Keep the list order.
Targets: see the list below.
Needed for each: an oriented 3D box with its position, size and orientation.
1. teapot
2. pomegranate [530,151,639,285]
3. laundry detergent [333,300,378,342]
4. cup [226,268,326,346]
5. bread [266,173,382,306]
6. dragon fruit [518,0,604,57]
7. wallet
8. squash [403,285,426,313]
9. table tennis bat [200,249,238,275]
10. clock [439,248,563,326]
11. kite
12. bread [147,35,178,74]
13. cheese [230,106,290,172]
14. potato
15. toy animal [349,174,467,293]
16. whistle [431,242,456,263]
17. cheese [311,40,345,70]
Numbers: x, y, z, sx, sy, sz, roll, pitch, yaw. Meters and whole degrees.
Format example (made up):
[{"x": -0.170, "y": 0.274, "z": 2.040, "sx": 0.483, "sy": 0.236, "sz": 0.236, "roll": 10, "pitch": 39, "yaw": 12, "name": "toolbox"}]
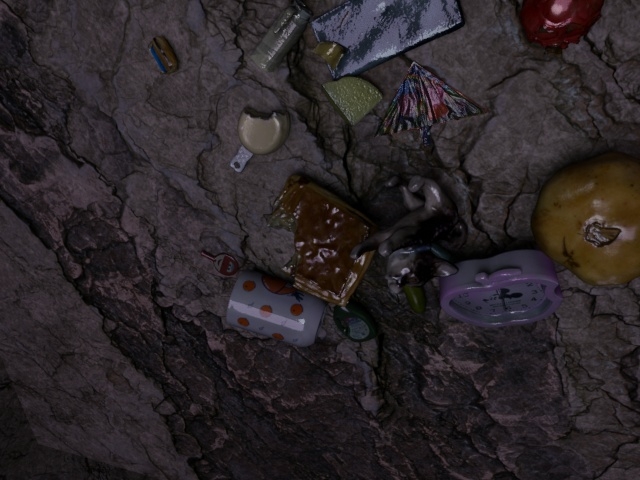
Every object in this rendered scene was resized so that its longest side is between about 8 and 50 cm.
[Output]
[{"x": -0.112, "y": -0.565, "z": 1.244, "sx": 0.077, "sy": 0.107, "sz": 0.200, "roll": 48, "pitch": 120, "yaw": 1, "name": "teapot"}, {"x": 0.709, "y": -0.053, "z": 1.134, "sx": 0.332, "sy": 0.332, "sz": 0.333, "roll": 8, "pitch": 119, "yaw": 14, "name": "pomegranate"}, {"x": 0.106, "y": 0.278, "z": 1.617, "sx": 0.137, "sy": 0.063, "sz": 0.211, "roll": -21, "pitch": 121, "yaw": 32, "name": "laundry detergent"}, {"x": -0.148, "y": 0.250, "z": 1.623, "sx": 0.317, "sy": 0.212, "sz": 0.212, "roll": 18, "pitch": 121, "yaw": 7, "name": "cup"}, {"x": 0.000, "y": 0.000, "z": 1.442, "sx": 0.370, "sy": 0.191, "sz": 0.314, "roll": 30, "pitch": 97, "yaw": 16, "name": "bread"}, {"x": 0.543, "y": -0.534, "z": 1.018, "sx": 0.172, "sy": 0.172, "sz": 0.210, "roll": 19, "pitch": 111, "yaw": 8, "name": "dragon fruit"}, {"x": 0.170, "y": -0.570, "z": 1.186, "sx": 0.378, "sy": 0.046, "sz": 0.191, "roll": -17, "pitch": 108, "yaw": 26, "name": "wallet"}, {"x": 0.293, "y": 0.137, "z": 1.505, "sx": 0.069, "sy": 0.069, "sz": 0.258, "roll": -21, "pitch": 109, "yaw": 26, "name": "squash"}, {"x": -0.385, "y": 0.080, "z": 1.724, "sx": 0.154, "sy": 0.019, "sz": 0.098, "roll": 26, "pitch": 122, "yaw": 0, "name": "table tennis bat"}, {"x": 0.523, "y": 0.143, "z": 1.326, "sx": 0.338, "sy": 0.102, "sz": 0.339, "roll": 4, "pitch": 147, "yaw": 2, "name": "clock"}, {"x": 0.291, "y": -0.383, "z": 1.266, "sx": 0.321, "sy": 0.016, "sz": 0.234, "roll": -8, "pitch": 112, "yaw": 21, "name": "kite"}, {"x": -0.481, "y": -0.570, "z": 1.395, "sx": 0.072, "sy": 0.053, "sz": 0.106, "roll": -14, "pitch": 111, "yaw": 49, "name": "bread"}, {"x": -0.192, "y": -0.307, "z": 1.425, "sx": 0.163, "sy": 0.071, "sz": 0.249, "roll": 23, "pitch": 121, "yaw": 6, "name": "cheese"}, {"x": 0.088, "y": -0.417, "z": 1.283, "sx": 0.120, "sy": 0.081, "sz": 0.149, "roll": -40, "pitch": 107, "yaw": 5, "name": "potato"}, {"x": 0.287, "y": 0.005, "z": 1.290, "sx": 0.302, "sy": 0.344, "sz": 0.194, "roll": 38, "pitch": 157, "yaw": -22, "name": "toy animal"}, {"x": 0.347, "y": 0.016, "z": 1.440, "sx": 0.186, "sy": 0.039, "sz": 0.039, "roll": 36, "pitch": 122, "yaw": -3, "name": "whistle"}, {"x": 0.022, "y": -0.509, "z": 1.222, "sx": 0.084, "sy": 0.041, "sz": 0.060, "roll": 33, "pitch": 130, "yaw": -4, "name": "cheese"}]
